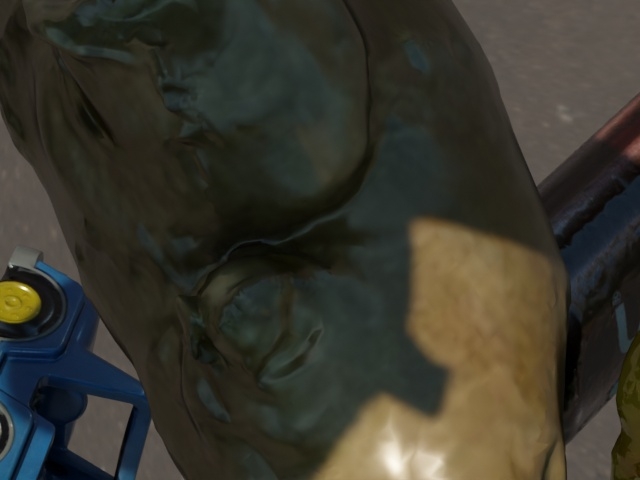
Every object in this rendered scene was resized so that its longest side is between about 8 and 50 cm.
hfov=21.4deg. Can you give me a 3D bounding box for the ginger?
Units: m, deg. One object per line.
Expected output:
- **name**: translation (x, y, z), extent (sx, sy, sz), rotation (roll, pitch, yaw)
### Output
- **ginger**: translation (0.000, 0.000, 0.432), extent (0.123, 0.270, 0.219), rotation (-32, 136, 6)

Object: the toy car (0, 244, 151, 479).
- **toy car**: translation (-0.134, 0.098, 0.777), extent (0.100, 0.191, 0.097), rotation (16, 131, -3)

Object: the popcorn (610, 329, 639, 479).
- **popcorn**: translation (0.224, 0.181, 0.668), extent (0.297, 0.281, 0.316), rotation (26, 64, -17)

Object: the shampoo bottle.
- **shampoo bottle**: translation (0.142, 0.008, 0.826), extent (0.323, 0.084, 0.129), rotation (-39, 140, -35)
